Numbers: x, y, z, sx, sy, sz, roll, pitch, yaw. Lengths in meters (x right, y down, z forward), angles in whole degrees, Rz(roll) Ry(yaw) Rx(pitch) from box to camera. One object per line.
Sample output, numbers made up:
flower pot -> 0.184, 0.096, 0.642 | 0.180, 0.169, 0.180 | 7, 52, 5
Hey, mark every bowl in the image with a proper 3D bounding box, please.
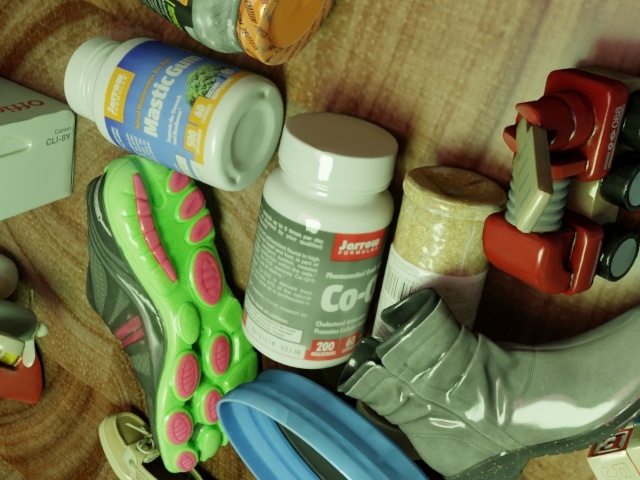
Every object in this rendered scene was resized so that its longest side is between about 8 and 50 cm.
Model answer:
bowl -> 0.029, 0.323, 1.091 | 0.391, 0.077, 0.391 | 36, 152, 22

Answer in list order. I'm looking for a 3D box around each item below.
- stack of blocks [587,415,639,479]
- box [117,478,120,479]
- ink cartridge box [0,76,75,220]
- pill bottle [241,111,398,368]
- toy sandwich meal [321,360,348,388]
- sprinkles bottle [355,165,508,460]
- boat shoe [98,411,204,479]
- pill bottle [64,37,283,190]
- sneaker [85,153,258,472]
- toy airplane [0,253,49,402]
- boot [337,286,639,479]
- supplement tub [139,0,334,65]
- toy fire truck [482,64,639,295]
stack of blocks -> 0.428, 0.168, 0.810 | 0.297, 0.171, 0.087 | -27, 96, 38
box -> -0.301, 0.458, 1.449 | 0.101, 0.087, 0.102 | -6, 106, 34
ink cartridge box -> -0.613, -0.162, 1.285 | 0.384, 0.279, 0.160 | 23, 120, 24
pill bottle -> 0.000, 0.000, 1.028 | 0.161, 0.161, 0.283 | 25, 120, 23
toy sandwich meal -> 0.036, 0.171, 1.157 | 0.085, 0.029, 0.086 | 8, 115, 18
sprinkles bottle -> 0.127, 0.093, 1.008 | 0.121, 0.121, 0.355 | 22, 119, 24
boat shoe -> -0.250, 0.380, 1.376 | 0.285, 0.104, 0.089 | 44, 120, 14
pill bottle -> -0.198, -0.176, 1.092 | 0.272, 0.152, 0.152 | 22, 119, 23
sneaker -> -0.228, 0.107, 1.238 | 0.202, 0.185, 0.483 | 7, 110, 50
toy airplane -> -0.638, 0.119, 1.421 | 0.386, 0.272, 0.384 | 33, 156, 2
boot -> 0.187, 0.126, 0.880 | 0.222, 0.118, 0.338 | 43, 115, -9
supplement tub -> -0.142, -0.346, 0.964 | 0.316, 0.193, 0.194 | 37, 124, 15
toy fire truck -> 0.218, -0.041, 0.794 | 0.158, 0.246, 0.217 | 32, 126, 44
